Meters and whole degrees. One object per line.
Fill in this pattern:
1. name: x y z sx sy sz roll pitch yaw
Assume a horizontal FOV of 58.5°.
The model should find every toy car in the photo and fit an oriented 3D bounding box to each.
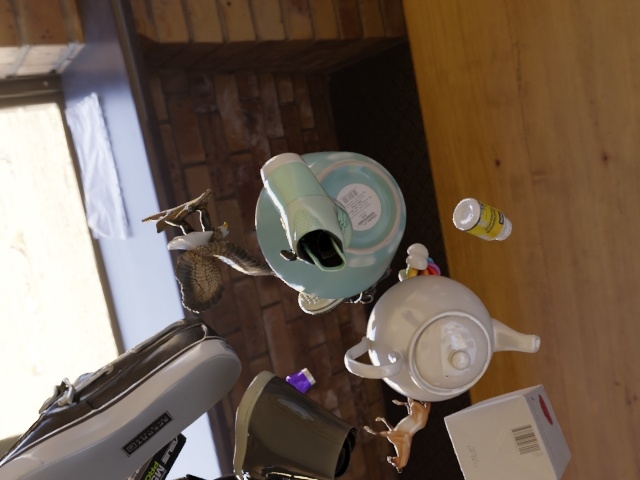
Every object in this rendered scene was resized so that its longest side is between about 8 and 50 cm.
1. toy car: 0.350 0.112 1.990 0.136 0.182 0.159 17 117 4

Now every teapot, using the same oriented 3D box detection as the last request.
1. teapot: 0.208 0.188 1.031 0.252 0.256 0.187 40 180 -14

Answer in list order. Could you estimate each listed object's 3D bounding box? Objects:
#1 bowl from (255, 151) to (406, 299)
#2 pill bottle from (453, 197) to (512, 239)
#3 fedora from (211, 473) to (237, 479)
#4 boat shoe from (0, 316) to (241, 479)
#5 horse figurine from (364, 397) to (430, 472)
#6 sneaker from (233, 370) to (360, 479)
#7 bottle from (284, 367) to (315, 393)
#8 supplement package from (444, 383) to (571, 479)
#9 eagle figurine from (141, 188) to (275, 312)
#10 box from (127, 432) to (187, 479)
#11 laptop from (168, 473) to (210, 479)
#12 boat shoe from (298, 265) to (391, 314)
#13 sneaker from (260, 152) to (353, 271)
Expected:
1. bowl: 0.040 -0.048 1.112 0.312 0.311 0.163 71 160 5
2. pill bottle: 0.510 -0.059 1.783 0.103 0.184 0.103 -30 52 47
3. fedora: -0.130 0.539 1.055 0.244 0.275 0.124 51 120 16
4. boat shoe: -0.235 0.185 0.602 0.105 0.306 0.113 37 155 37
5. horse figurine: 0.268 0.577 1.824 0.174 0.263 0.066 28 155 44
6. sneaker: -0.027 0.242 0.630 0.118 0.083 0.222 24 143 18
7. bottle: -0.149 0.582 2.117 0.092 0.282 0.118 42 164 52
8. supplement package: 0.418 0.431 1.250 0.175 0.293 0.178 -25 71 22
9. eagle figurine: -0.247 0.035 1.361 0.226 0.225 0.298 0 123 50
10. box: -0.394 0.444 1.023 0.216 0.270 0.060 -2 134 33
11. laptop: -0.339 0.802 1.370 0.236 0.407 0.382 -40 38 18
12. boat shoe: 0.103 0.131 1.852 0.186 0.500 0.156 -1 109 30
13. sneaker: -0.001 0.000 0.829 0.256 0.094 0.151 47 -161 -58
